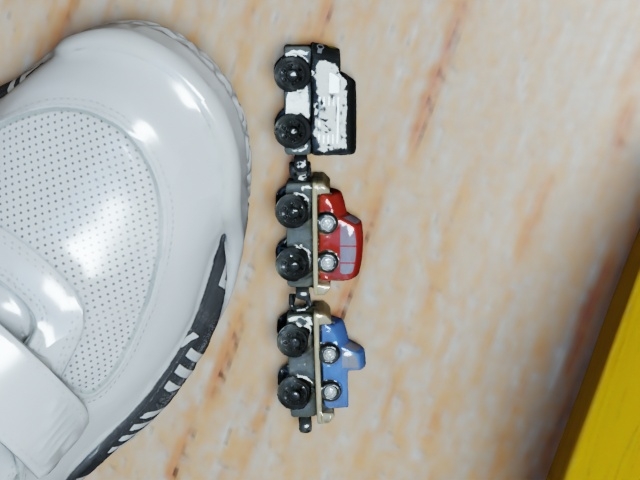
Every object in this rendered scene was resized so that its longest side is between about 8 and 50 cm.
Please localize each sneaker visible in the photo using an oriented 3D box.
[{"bbox_3d":[-0.162,0.084,0.712,0.137,0.210,0.366,38,106,-1],"label":"sneaker"}]

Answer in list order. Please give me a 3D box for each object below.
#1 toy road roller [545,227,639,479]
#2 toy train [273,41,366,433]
[{"bbox_3d":[0.164,0.155,0.707,0.202,0.240,0.329,22,68,5],"label":"toy road roller"},{"bbox_3d":[0.000,0.000,0.763,0.036,0.027,0.158,0,102,-1],"label":"toy train"}]
